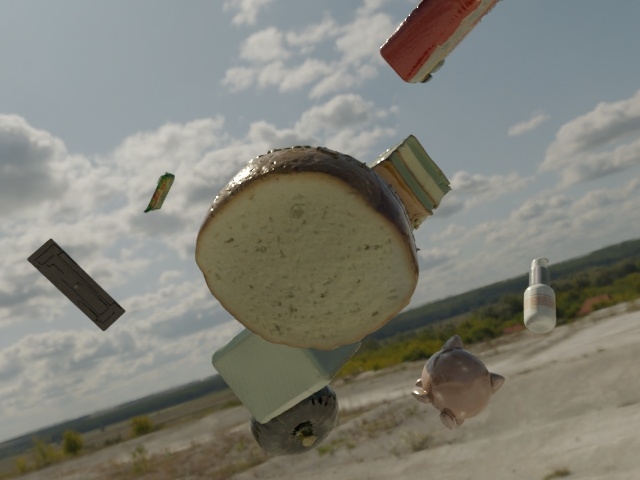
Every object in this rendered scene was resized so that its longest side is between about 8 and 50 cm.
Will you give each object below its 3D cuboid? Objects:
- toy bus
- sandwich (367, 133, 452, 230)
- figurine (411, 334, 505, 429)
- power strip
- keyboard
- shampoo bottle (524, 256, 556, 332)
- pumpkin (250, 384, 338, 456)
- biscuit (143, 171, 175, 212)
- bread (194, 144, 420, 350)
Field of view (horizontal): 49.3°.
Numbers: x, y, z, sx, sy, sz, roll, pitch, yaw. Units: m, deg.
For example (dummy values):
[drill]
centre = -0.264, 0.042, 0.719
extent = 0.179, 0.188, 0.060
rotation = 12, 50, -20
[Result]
[toy bus]
centre = 0.232, -0.424, 1.350
extent = 0.265, 0.121, 0.120
rotation = -43, -5, 38
[sandwich]
centre = 0.184, -0.112, 1.749
extent = 0.227, 0.198, 0.155
rotation = -31, 10, 49
[figurine]
centre = 0.235, 0.247, 1.203
extent = 0.138, 0.125, 0.125
rotation = -43, 2, -22
[power strip]
centre = -0.072, 0.187, 1.103
extent = 0.224, 0.139, 0.140
rotation = -39, -1, 31
[keyboard]
centre = -0.472, 0.088, 1.357
extent = 0.061, 0.204, 0.013
rotation = -44, 18, -8
[shampoo bottle]
centre = 0.534, 0.131, 1.704
extent = 0.074, 0.192, 0.074
rotation = 7, -37, 5
[pumpkin]
centre = -0.046, 0.317, 1.273
extent = 0.167, 0.167, 0.125
rotation = -14, 16, -25
[biscuit]
centre = -0.302, -0.091, 1.323
extent = 0.089, 0.016, 0.046
rotation = -63, -11, 12
[bread]
centre = -0.012, 0.011, 0.740
extent = 0.236, 0.236, 0.070
rotation = -21, 22, 23
